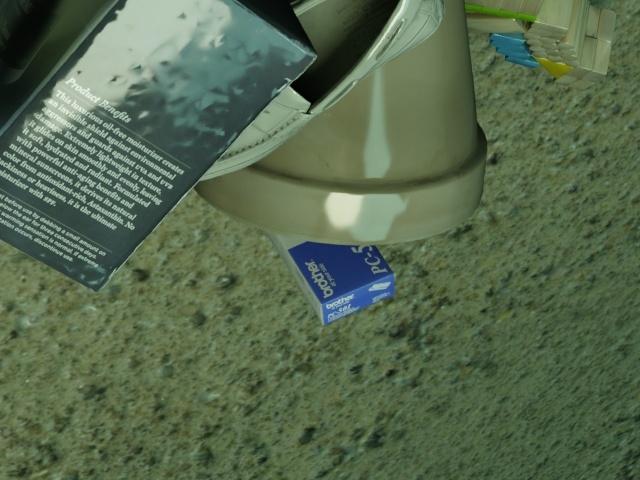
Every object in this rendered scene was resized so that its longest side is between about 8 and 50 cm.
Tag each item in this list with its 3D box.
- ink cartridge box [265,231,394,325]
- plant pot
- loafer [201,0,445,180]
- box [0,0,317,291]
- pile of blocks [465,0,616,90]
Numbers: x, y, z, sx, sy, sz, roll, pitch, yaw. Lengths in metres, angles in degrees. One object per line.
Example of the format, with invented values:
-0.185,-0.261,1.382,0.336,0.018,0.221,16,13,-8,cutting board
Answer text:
0.000,0.000,1.697,0.097,0.207,0.046,-23,143,-14,ink cartridge box
0.025,-0.190,1.455,0.323,0.323,0.280,-11,122,-27,plant pot
-0.036,-0.155,1.282,0.319,0.112,0.111,-34,174,17,loafer
-0.193,-0.173,1.257,0.183,0.296,0.294,34,109,-34,box
0.248,-0.291,1.659,0.362,0.149,0.112,31,68,-61,pile of blocks
